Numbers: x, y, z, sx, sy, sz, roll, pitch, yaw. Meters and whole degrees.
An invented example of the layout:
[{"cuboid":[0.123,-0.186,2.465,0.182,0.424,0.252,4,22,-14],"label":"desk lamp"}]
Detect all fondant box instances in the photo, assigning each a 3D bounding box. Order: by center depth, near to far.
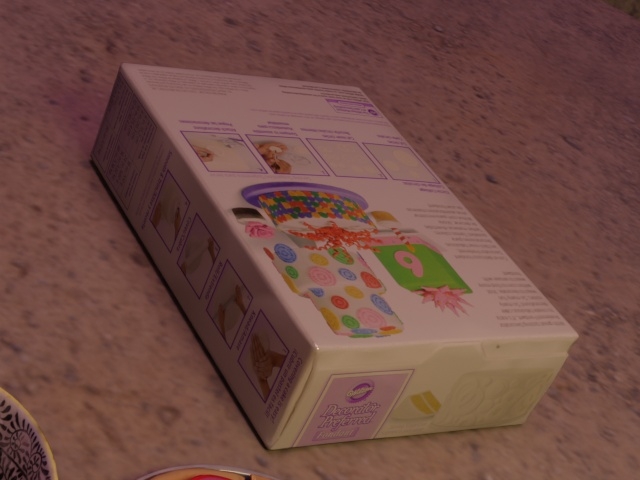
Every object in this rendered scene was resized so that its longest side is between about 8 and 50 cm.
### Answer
[{"cuboid":[0.000,0.000,0.967,0.238,0.096,0.330,1,37,-37],"label":"fondant box"}]

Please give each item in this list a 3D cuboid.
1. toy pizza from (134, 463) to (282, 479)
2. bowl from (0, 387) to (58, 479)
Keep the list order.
[{"cuboid":[-0.031,0.190,0.700,0.201,0.032,0.201,19,30,-12],"label":"toy pizza"},{"cuboid":[-0.202,0.141,0.579,0.170,0.080,0.170,3,44,-3],"label":"bowl"}]
